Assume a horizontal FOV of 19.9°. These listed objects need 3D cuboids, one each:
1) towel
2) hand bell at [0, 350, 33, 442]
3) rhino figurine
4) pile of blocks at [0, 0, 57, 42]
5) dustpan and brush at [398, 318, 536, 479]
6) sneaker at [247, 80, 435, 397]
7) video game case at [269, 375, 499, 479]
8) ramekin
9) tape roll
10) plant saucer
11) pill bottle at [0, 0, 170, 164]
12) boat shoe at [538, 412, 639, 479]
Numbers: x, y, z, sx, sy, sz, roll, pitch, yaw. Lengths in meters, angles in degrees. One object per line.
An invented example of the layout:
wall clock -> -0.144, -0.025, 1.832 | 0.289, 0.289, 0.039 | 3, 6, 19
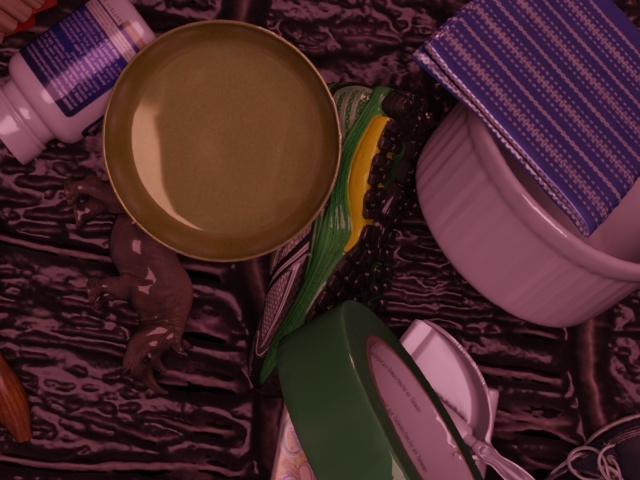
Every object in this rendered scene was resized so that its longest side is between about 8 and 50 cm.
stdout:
towel -> 0.240, -0.161, 1.809 | 0.243, 0.336, 0.040 | 47, 129, 0
hand bell -> -0.350, 0.099, 1.878 | 0.126, 0.126, 0.242 | -19, 106, -3
rhino figurine -> -0.188, 0.043, 1.890 | 0.106, 0.073, 0.243 | -13, 95, -1
pile of blocks -> -0.307, -0.298, 1.864 | 0.362, 0.149, 0.112 | -46, 138, 8
dustpan and brush -> 0.145, 0.199, 1.899 | 0.211, 0.060, 0.147 | 39, 85, -4
sneaker -> 0.000, 0.000, 1.886 | 0.146, 0.134, 0.343 | 19, 88, 33
video game case -> 0.063, 0.240, 1.932 | 0.227, 0.026, 0.206 | 10, 88, -6
ramekin -> 0.228, -0.046, 1.821 | 0.277, 0.277, 0.135 | 40, 127, -5
tape roll -> 0.075, 0.212, 1.722 | 0.077, 0.321, 0.321 | -31, 95, 10
plant saucer -> -0.097, -0.100, 1.814 | 0.241, 0.037, 0.241 | 1, 99, 6
pill bottle -> -0.252, -0.165, 1.856 | 0.186, 0.112, 0.112 | -36, 95, -3
boat shoe -> 0.282, 0.264, 1.932 | 0.254, 0.079, 0.095 | -26, 93, -3
